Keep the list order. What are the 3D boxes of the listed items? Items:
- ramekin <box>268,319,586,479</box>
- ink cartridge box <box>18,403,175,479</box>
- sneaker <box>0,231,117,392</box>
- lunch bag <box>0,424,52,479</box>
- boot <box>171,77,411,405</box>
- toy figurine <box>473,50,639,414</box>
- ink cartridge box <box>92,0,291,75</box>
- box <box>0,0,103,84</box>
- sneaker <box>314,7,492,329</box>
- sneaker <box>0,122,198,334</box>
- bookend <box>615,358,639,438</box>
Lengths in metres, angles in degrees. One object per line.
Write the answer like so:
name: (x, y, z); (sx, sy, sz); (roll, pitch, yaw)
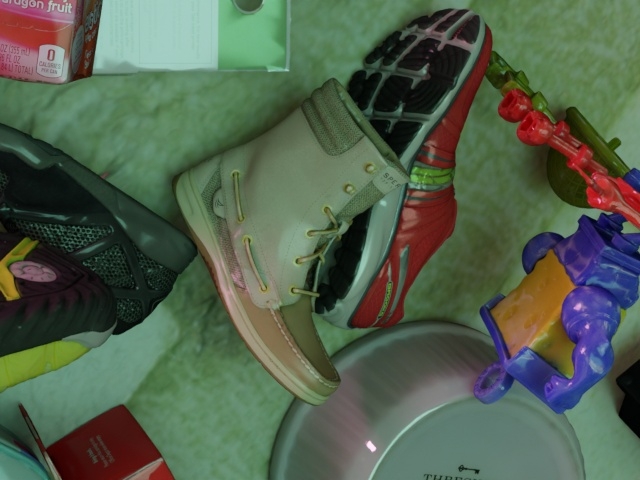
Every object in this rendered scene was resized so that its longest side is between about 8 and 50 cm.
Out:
ramekin: (0.101, 0.213, 1.141); (0.273, 0.127, 0.272); (-5, 103, -21)
ink cartridge box: (-0.140, 0.220, 1.040); (0.078, 0.134, 0.231); (-30, 111, -14)
sneaker: (-0.312, 0.096, 0.860); (0.385, 0.145, 0.147); (-15, 125, -31)
lunch bag: (-0.342, 0.224, 0.972); (0.224, 0.108, 0.279); (32, 85, -17)
boot: (0.000, 0.000, 1.013); (0.165, 0.077, 0.213); (-32, 74, 12)
toy figurine: (0.167, 0.020, 1.046); (0.191, 0.362, 0.217); (30, 106, -17)
ink cartridge box: (-0.141, -0.209, 0.996); (0.235, 0.056, 0.171); (-3, 102, -22)
box: (-0.272, -0.184, 0.871); (0.257, 0.122, 0.128); (8, 99, -4)
sneaker: (0.073, -0.057, 1.107); (0.118, 0.107, 0.279); (21, 96, -43)
sneaker: (-0.211, -0.002, 0.992); (0.227, 0.087, 0.130); (37, 79, -29)
bookend: (0.350, 0.191, 1.258); (0.072, 0.156, 0.157); (-37, 156, -12)
